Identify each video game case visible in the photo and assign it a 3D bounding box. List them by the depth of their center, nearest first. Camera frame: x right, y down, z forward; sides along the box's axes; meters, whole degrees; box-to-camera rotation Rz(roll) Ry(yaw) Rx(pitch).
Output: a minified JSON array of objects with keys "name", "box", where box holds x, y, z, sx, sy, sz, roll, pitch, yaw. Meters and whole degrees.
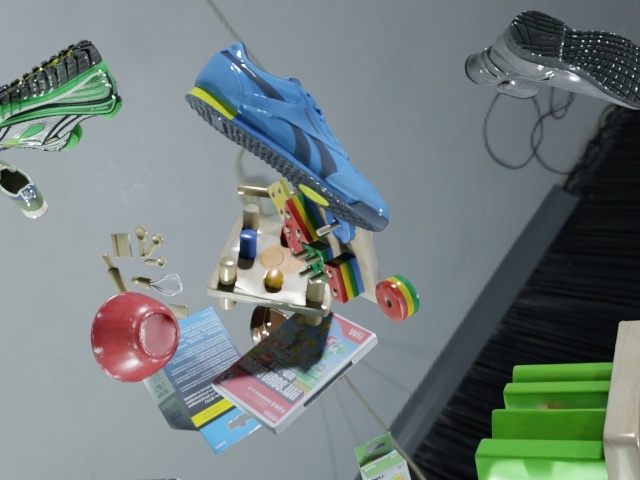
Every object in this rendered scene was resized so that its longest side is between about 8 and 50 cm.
[{"name":"video game case","box":[-0.052,0.245,1.459,0.285,0.204,0.025,-38,130,-28]}]

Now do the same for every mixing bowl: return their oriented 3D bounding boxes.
[{"name":"mixing bowl","box":[-0.343,0.186,1.423,0.182,0.098,0.181,12,73,-46]}]

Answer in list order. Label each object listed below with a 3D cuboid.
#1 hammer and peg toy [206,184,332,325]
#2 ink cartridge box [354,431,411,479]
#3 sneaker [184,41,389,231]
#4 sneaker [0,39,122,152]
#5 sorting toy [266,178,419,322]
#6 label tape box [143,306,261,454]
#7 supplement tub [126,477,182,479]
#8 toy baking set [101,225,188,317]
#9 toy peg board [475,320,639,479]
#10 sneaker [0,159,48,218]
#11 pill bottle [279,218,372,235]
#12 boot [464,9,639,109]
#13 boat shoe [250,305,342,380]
[{"name":"hammer and peg toy","box":[-0.081,0.015,1.577,0.361,0.266,0.127,-75,173,-50]},{"name":"ink cartridge box","box":[0.168,0.608,1.851,0.109,0.062,0.209,-20,109,-17]},{"name":"sneaker","box":[-0.013,-0.092,0.628,0.209,0.069,0.082,38,78,-1]},{"name":"sneaker","box":[-0.496,-0.191,1.230,0.344,0.134,0.146,-27,122,6]},{"name":"sorting toy","box":[0.000,0.000,0.832,0.046,0.275,0.132,-26,116,-25]},{"name":"label tape box","box":[-0.293,0.358,1.817,0.241,0.106,0.333,-20,74,-51]},{"name":"supplement tub","box":[-0.399,0.603,1.651,0.117,0.191,0.116,35,49,-55]},{"name":"toy baking set","box":[-0.408,0.085,1.672,0.030,0.197,0.256,-22,85,-57]},{"name":"toy peg board","box":[0.148,0.147,0.407,0.161,0.079,0.160,-28,109,-62]},{"name":"sneaker","box":[-0.610,-0.124,1.417,0.064,0.192,0.086,-44,157,-24]},{"name":"pill bottle","box":[0.010,-0.017,1.811,0.121,0.216,0.121,-51,156,-33]},{"name":"boot","box":[0.477,-0.334,1.446,0.338,0.223,0.118,24,78,-8]},{"name":"boat shoe","box":[-0.045,0.244,1.684,0.324,0.120,0.122,50,39,-47]}]
